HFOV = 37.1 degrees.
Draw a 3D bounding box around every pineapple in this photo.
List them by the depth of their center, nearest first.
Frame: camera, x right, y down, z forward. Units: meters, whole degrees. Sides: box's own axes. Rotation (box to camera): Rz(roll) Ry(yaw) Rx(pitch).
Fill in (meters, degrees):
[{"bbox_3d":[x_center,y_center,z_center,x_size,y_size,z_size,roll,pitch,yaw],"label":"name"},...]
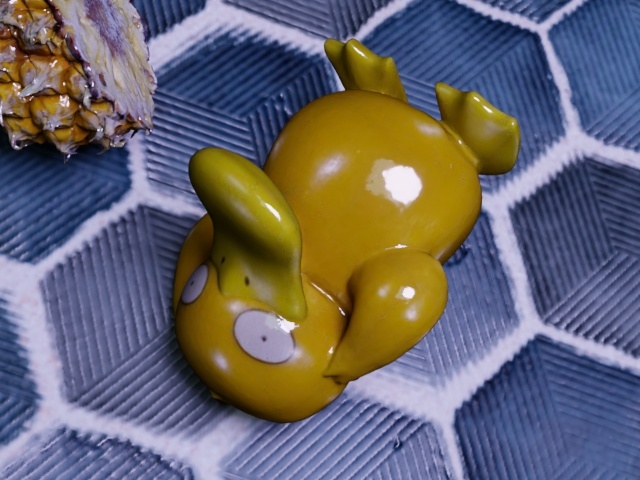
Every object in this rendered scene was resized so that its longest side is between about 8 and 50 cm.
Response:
[{"bbox_3d":[-0.203,-0.127,0.637,0.137,0.161,0.176,-22,84,11],"label":"pineapple"}]

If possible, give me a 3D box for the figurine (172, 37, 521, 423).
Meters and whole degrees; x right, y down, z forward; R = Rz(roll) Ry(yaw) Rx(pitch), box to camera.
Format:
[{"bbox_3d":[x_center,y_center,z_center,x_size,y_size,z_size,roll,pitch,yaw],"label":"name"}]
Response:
[{"bbox_3d":[0.007,-0.002,0.624,0.228,0.215,0.215,-34,82,-29],"label":"figurine"}]
